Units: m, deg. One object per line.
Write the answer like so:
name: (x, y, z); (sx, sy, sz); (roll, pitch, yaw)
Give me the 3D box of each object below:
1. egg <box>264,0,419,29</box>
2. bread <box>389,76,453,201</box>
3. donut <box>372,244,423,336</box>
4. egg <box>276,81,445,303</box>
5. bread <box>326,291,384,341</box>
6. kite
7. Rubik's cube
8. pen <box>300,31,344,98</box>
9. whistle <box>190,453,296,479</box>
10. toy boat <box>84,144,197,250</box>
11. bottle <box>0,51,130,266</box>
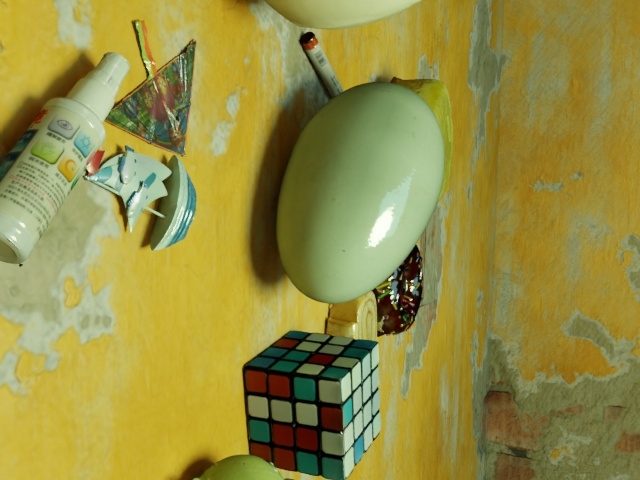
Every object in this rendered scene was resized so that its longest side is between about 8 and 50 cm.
egg: (0.011, -0.415, 0.762); (0.345, 0.283, 0.283); (53, 45, -46)
bread: (0.185, -0.197, 1.319); (0.270, 0.148, 0.270); (4, 90, -69)
donut: (0.150, 0.086, 1.343); (0.235, 0.089, 0.235); (-8, 99, -63)
egg: (0.056, -0.076, 0.958); (0.371, 0.230, 0.230); (-65, 147, -28)
bread: (0.061, 0.163, 1.176); (0.122, 0.073, 0.149); (-25, 115, -60)
kite: (-0.173, -0.161, 0.711); (0.190, 0.010, 0.159); (-62, 144, -44)
Rubik's cube: (-0.006, 0.234, 0.951); (0.154, 0.151, 0.155); (-29, 118, -63)
pen: (0.023, -0.261, 1.098); (0.239, 0.028, 0.028); (52, 47, -55)
whistle: (-0.049, 0.357, 0.813); (0.294, 0.141, 0.141); (32, 60, -30)
toy boat: (-0.185, -0.060, 0.688); (0.149, 0.034, 0.105); (54, 47, -36)
bottle: (-0.222, -0.082, 0.556); (0.217, 0.060, 0.060); (-69, 149, -32)
